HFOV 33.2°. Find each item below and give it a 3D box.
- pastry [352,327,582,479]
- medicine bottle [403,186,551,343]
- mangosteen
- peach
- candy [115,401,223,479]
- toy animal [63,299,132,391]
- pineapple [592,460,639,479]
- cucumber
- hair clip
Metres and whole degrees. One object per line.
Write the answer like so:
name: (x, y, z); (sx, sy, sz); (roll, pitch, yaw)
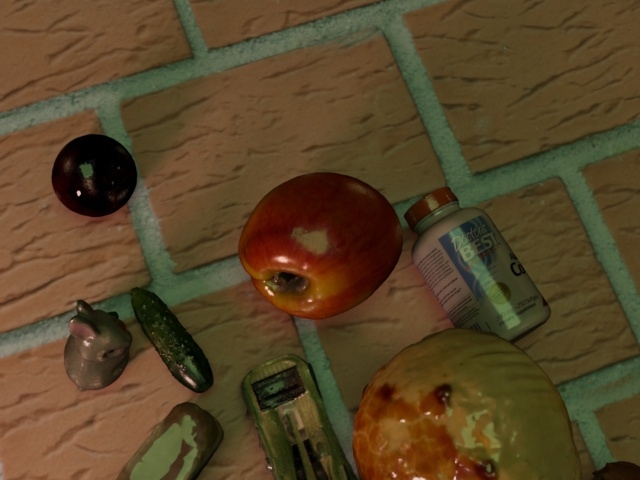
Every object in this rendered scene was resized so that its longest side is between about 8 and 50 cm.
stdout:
pastry: (0.214, 0.331, 1.647); (0.312, 0.388, 0.389); (-18, 74, -10)
medicine bottle: (0.260, 0.050, 1.862); (0.157, 0.157, 0.289); (-28, 76, -13)
mangosteen: (-0.400, -0.113, 1.881); (0.152, 0.152, 0.153); (1, 71, -4)
peach: (0.000, 0.000, 1.822); (0.280, 0.238, 0.281); (-10, 34, 7)
candy: (-0.255, 0.373, 1.737); (0.102, 0.104, 0.234); (38, 72, 7)
toy animal: (-0.359, 0.170, 1.735); (0.108, 0.236, 0.138); (21, 73, -8)
pineapple: (0.492, 0.544, 1.706); (0.222, 0.223, 0.357); (18, 89, 1)
cucumber: (-0.258, 0.166, 1.831); (0.069, 0.069, 0.227); (-34, 74, -15)
hair clip: (-0.027, 0.339, 1.751); (0.138, 0.091, 0.321); (-26, 49, 2)
